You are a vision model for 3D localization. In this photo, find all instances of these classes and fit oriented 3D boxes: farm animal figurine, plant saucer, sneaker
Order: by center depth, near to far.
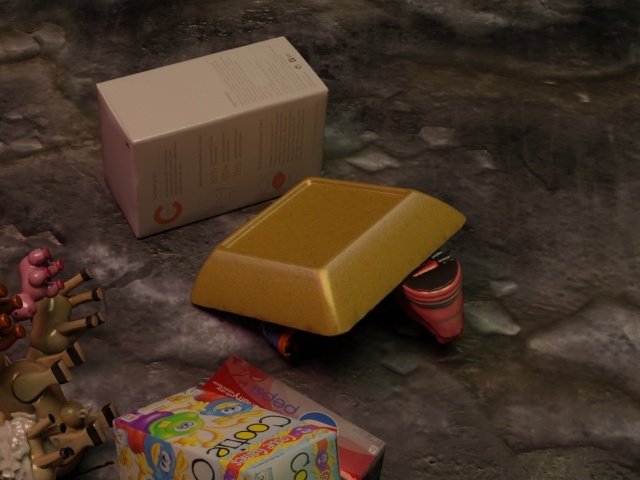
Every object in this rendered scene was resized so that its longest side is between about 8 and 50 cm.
[{"bbox_3d":[-0.403,0.183,1.636,0.172,0.330,0.327,-26,83,13],"label":"farm animal figurine"},{"bbox_3d":[0.000,0.000,1.851,0.332,0.081,0.332,10,39,43],"label":"plant saucer"},{"bbox_3d":[-0.011,0.092,1.858,0.087,0.083,0.221,25,45,29],"label":"sneaker"},{"bbox_3d":[0.141,0.063,1.885,0.115,0.136,0.314,-21,26,-6],"label":"sneaker"}]

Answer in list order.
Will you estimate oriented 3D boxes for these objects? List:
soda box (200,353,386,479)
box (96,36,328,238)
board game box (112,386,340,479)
[{"bbox_3d":[-0.043,0.269,1.667,0.263,0.092,0.083,27,50,20],"label":"soda box"},{"bbox_3d":[-0.180,-0.176,2.010,0.345,0.215,0.168,-18,49,-22],"label":"box"},{"bbox_3d":[-0.118,0.296,1.499,0.142,0.144,0.275,-18,18,-41],"label":"board game box"}]
